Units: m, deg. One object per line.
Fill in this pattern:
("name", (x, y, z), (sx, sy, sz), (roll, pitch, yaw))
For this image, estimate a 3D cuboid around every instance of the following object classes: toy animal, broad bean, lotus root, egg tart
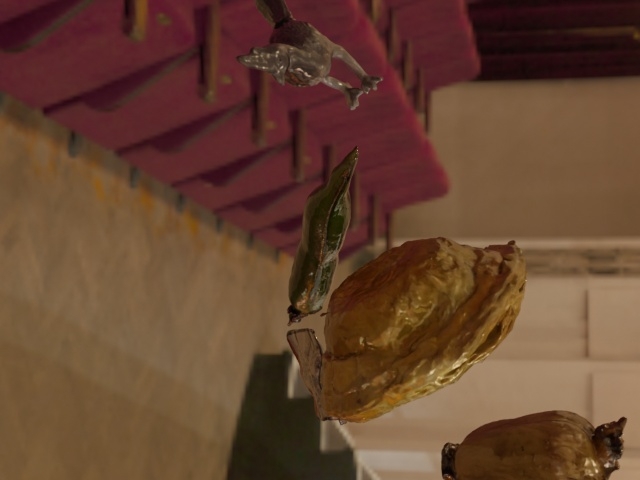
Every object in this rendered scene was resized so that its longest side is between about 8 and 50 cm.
("toy animal", (-0.015, -0.265, 1.704), (0.081, 0.206, 0.367), (-55, -166, 22))
("broad bean", (0.000, 0.000, 1.587), (0.339, 0.061, 0.077), (103, -5, -45))
("lotus root", (0.293, 0.303, 1.612), (0.154, 0.257, 0.140), (-8, 90, -65))
("egg tart", (0.101, 0.082, 1.428), (0.128, 0.319, 0.319), (52, 23, -12))

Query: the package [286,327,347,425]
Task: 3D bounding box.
("package", (-0.003, 0.218, 1.943), (0.232, 0.040, 0.166), (145, -74, -79))
